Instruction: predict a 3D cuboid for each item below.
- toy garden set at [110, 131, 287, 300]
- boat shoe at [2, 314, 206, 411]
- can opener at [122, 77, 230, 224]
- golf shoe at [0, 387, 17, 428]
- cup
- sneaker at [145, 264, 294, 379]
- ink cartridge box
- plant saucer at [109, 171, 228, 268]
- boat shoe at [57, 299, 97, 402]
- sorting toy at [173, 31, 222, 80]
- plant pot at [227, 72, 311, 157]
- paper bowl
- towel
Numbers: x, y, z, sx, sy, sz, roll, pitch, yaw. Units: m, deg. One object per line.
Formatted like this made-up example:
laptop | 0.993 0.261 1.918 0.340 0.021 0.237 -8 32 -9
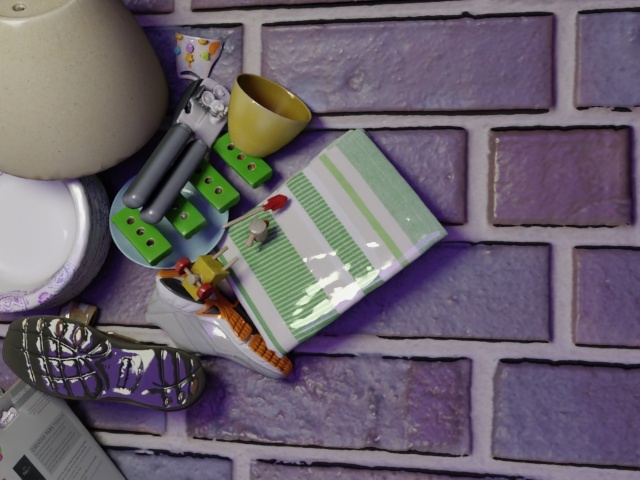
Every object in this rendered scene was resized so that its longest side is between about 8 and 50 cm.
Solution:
toy garden set | -0.170 -0.033 1.241 0.244 0.049 0.204 -39 67 -17
boat shoe | -0.341 0.205 1.261 0.324 0.120 0.122 16 80 1
can opener | -0.223 -0.146 1.248 0.093 0.074 0.280 -12 44 45
golf shoe | -0.539 0.297 1.330 0.176 0.086 0.069 21 90 10
cup | -0.411 -0.292 1.183 0.331 0.237 0.331 1 54 -1
sneaker | -0.166 0.152 1.271 0.262 0.099 0.121 35 122 2
ink cartridge box | -0.444 0.374 1.162 0.130 0.309 0.271 -33 98 8
plant saucer | -0.245 -0.036 1.290 0.195 0.037 0.194 -1 65 2
boat shoe | -0.417 0.198 1.324 0.072 0.068 0.189 10 91 -4
sorting toy | -0.214 -0.306 1.322 0.083 0.045 0.075 13 109 12
plant pot | -0.095 -0.190 1.252 0.134 0.134 0.095 38 116 11
paper bowl | -0.483 -0.023 1.302 0.284 0.148 0.284 -1 87 11
towel | 0.000 0.000 1.232 0.325 0.038 0.248 -38 64 6
